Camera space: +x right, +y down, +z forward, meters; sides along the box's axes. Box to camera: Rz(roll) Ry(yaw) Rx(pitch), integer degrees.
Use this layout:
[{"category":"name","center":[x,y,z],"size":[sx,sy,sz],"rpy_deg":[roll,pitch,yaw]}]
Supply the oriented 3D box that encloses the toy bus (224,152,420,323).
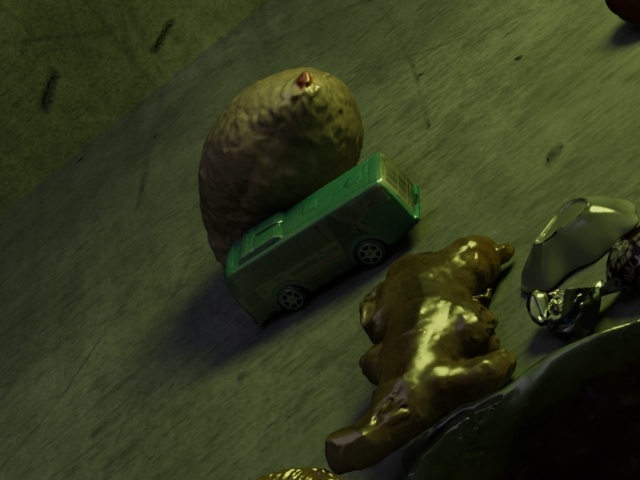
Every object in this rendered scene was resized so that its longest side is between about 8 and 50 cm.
[{"category":"toy bus","center":[0.000,0.000,1.602],"size":[0.262,0.109,0.091],"rpy_deg":[-32,29,22]}]

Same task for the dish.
[{"category":"dish","center":[0.242,-0.006,1.302],"size":[0.137,0.039,0.091],"rpy_deg":[-40,22,-5]}]

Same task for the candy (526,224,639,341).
[{"category":"candy","center":[0.284,0.012,1.185],"size":[0.226,0.051,0.094],"rpy_deg":[-34,19,16]}]

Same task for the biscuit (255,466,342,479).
[{"category":"biscuit","center":[-0.059,0.307,1.129],"size":[0.259,0.079,0.259],"rpy_deg":[-32,22,15]}]

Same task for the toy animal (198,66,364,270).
[{"category":"toy animal","center":[-0.048,-0.111,1.706],"size":[0.226,0.188,0.358],"rpy_deg":[-50,-3,-35]}]

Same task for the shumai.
[{"category":"shumai","center":[0.201,0.134,0.756],"size":[0.330,0.288,0.292],"rpy_deg":[-48,22,-16]}]

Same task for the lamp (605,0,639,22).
[{"category":"lamp","center":[0.388,-0.310,1.593],"size":[0.101,0.090,0.101],"rpy_deg":[-13,68,36]}]

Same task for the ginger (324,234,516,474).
[{"category":"ginger","center":[0.108,0.088,1.264],"size":[0.166,0.080,0.333],"rpy_deg":[-11,27,22]}]
